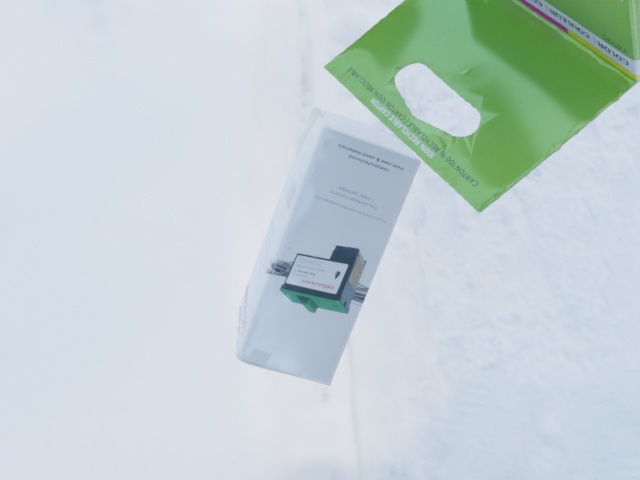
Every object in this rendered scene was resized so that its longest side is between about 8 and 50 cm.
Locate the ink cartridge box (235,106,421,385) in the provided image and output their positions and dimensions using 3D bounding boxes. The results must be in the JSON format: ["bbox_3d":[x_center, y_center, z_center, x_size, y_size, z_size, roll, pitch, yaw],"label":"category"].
[{"bbox_3d":[0.000,0.000,0.757,0.160,0.092,0.219,-102,31,-74],"label":"ink cartridge box"}]

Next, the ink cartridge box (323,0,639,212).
[{"bbox_3d":[0.132,-0.171,0.511,0.255,0.097,0.189,-41,56,0],"label":"ink cartridge box"}]
